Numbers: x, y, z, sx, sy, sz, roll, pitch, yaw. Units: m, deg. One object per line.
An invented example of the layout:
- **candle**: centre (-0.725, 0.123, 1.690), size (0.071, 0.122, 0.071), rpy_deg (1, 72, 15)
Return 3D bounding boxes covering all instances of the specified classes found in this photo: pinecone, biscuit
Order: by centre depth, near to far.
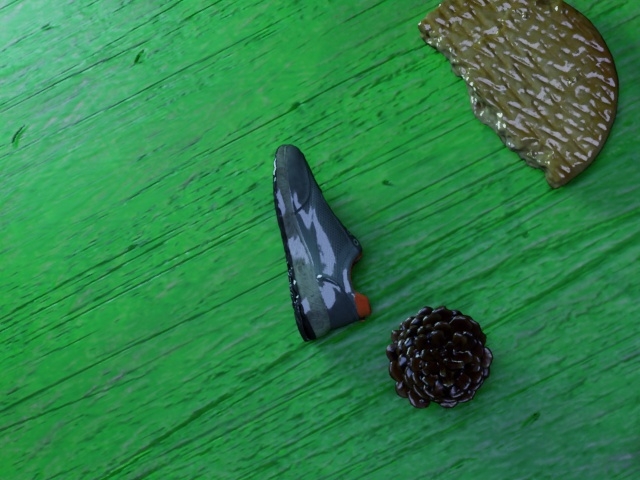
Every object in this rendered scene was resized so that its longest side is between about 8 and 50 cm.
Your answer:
- **pinecone**: centre (0.106, 0.109, 1.264), size (0.102, 0.109, 0.102), rpy_deg (-1, 88, 15)
- **biscuit**: centre (0.208, -0.168, 1.350), size (0.144, 0.033, 0.224), rpy_deg (-40, 73, -2)

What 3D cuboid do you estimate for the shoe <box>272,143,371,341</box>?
- **shoe**: centre (0.000, -0.002, 1.338), size (0.077, 0.074, 0.194), rpy_deg (-9, 77, -3)
